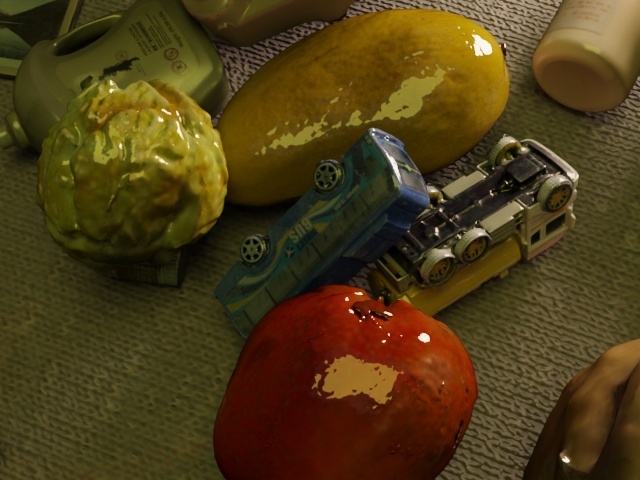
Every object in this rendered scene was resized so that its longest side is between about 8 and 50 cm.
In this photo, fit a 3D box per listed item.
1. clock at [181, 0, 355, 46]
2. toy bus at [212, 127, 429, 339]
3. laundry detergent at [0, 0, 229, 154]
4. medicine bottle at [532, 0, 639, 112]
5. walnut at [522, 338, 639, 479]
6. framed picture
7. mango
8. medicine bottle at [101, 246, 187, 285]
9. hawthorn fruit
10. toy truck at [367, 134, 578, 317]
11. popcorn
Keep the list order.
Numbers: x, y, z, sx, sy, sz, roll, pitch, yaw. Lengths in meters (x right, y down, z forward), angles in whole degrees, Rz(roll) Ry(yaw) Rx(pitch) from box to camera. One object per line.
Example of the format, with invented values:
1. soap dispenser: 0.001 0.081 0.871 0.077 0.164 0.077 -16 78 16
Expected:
1. clock: -0.032 -0.391 1.033 0.284 0.114 0.309 -20 70 23
2. toy bus: 0.002 0.002 0.921 0.236 0.079 0.094 -44 67 19
3. laundry detergent: -0.241 -0.168 1.050 0.253 0.091 0.181 -26 70 -9
4. medicine bottle: 0.338 -0.270 1.068 0.114 0.114 0.252 27 70 12
5. walnut: 0.333 0.248 0.726 0.383 0.383 0.383 -1 67 1
6. framed picture: -0.397 -0.265 1.137 0.203 0.015 0.150 10 68 6
7. mango: 0.040 -0.148 1.009 0.332 0.142 0.195 -12 61 1
8. medicine bottle: -0.185 0.021 0.990 0.083 0.047 0.047 8 67 5
9. hawthorn fruit: -0.001 0.178 0.842 0.211 0.211 0.299 34 84 15
10. toy truck: 0.151 -0.004 0.960 0.227 0.114 0.098 -31 48 -12
11. popcorn: -0.197 -0.064 0.928 0.198 0.212 0.198 3 85 -40
